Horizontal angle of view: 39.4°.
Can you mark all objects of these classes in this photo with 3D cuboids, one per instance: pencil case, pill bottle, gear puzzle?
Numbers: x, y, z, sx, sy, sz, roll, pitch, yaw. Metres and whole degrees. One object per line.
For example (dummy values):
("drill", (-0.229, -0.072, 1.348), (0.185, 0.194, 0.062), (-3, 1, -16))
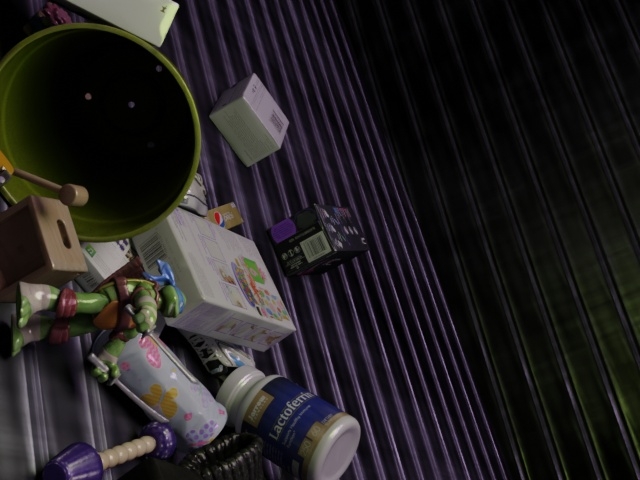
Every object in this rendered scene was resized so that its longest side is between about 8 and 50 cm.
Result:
("pencil case", (-0.281, 0.250, 1.571), (0.273, 0.113, 0.124), (54, 5, -22))
("pill bottle", (-0.068, 0.353, 1.729), (0.264, 0.153, 0.153), (25, 3, 28))
("gear puzzle", (-0.483, -0.350, 1.903), (0.339, 0.044, 0.175), (53, 23, -25))

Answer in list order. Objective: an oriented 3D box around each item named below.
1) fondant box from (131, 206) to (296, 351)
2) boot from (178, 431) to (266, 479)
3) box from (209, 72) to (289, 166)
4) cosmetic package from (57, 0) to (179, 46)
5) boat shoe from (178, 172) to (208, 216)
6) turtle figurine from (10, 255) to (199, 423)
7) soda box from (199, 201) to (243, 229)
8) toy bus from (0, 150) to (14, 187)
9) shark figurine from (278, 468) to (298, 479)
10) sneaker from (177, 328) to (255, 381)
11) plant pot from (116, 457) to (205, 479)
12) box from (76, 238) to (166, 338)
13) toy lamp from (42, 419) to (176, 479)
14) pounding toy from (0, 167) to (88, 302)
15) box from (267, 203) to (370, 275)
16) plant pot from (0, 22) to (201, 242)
("fondant box", (-0.208, 0.077, 1.764), (0.330, 0.096, 0.238), (26, 31, -57))
("boot", (-0.117, 0.460, 1.606), (0.348, 0.131, 0.260), (-23, 100, -69))
("box", (-0.193, -0.333, 2.463), (0.182, 0.119, 0.181), (53, 23, -22))
("cosmetic package", (-0.476, -0.486, 1.653), (0.377, 0.097, 0.284), (24, 2, -26))
("boat shoe", (-0.279, -0.102, 1.837), (0.267, 0.096, 0.088), (83, 17, -86))
("turtle figurine", (-0.327, 0.155, 1.362), (0.266, 0.198, 0.275), (3, 85, -24))
("soda box", (-0.247, -0.040, 2.067), (0.058, 0.061, 0.181), (63, 20, -1))
("toy bus", (-0.559, -0.048, 1.242), (0.108, 0.130, 0.333), (54, 23, -20))
("shark figurine", (-0.080, 0.459, 1.827), (0.278, 0.116, 0.166), (68, -14, -9))
("sneaker", (-0.216, 0.218, 1.805), (0.237, 0.085, 0.086), (49, 29, -26))
("plant pot", (-0.246, 0.441, 1.352), (0.188, 0.187, 0.167), (37, 20, -50))
("box", (-0.358, 0.033, 1.730), (0.232, 0.058, 0.322), (55, 23, -20))
("toy lamp", (-0.329, 0.339, 1.403), (0.080, 0.080, 0.274), (66, 19, 8))
("pounding toy", (-0.431, -0.025, 1.410), (0.094, 0.206, 0.181), (11, 54, -65))
("box", (0.000, 0.000, 2.455), (0.143, 0.165, 0.270), (66, 21, 9))
("plant pot", (-0.377, -0.223, 1.639), (0.366, 0.366, 0.353), (57, 10, -15))
